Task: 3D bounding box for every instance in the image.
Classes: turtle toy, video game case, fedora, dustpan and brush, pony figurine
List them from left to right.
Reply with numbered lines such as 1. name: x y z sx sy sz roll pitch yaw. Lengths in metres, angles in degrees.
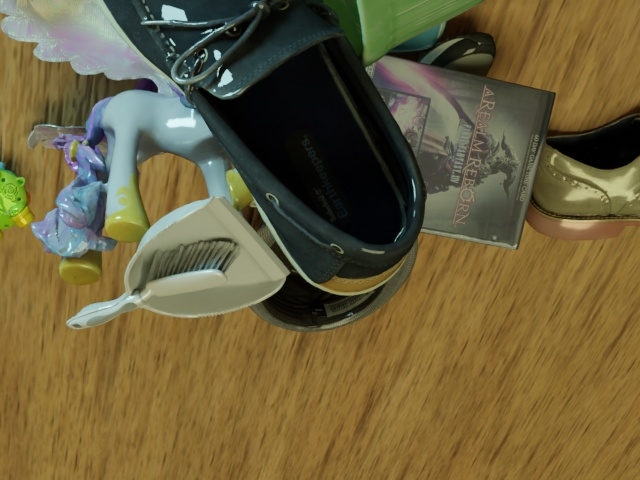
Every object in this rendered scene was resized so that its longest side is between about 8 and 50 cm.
1. turtle toy: -0.413 -0.047 1.424 0.130 0.066 0.095 -28 113 16
2. pony figurine: -0.186 -0.127 1.255 0.351 0.363 0.303 2 144 4
3. dustpan and brush: -0.154 0.041 1.120 0.211 0.060 0.147 -14 140 23
4. fedora: 0.000 0.000 1.554 0.244 0.124 0.275 -7 140 -8
5. video game case: 0.126 -0.107 1.369 0.274 0.026 0.196 11 99 -10

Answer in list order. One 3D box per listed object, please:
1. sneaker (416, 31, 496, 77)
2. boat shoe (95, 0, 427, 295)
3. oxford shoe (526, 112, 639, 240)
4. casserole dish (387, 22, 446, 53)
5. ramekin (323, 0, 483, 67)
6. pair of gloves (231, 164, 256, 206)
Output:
1. sneaker: 0.151 -0.145 1.450 0.100 0.108 0.271 -6 140 -34
2. boat shoe: -0.059 -0.175 1.065 0.187 0.500 0.156 -33 -177 -17
3. oxford shoe: 0.480 -0.100 1.589 0.397 0.140 0.146 -10 130 -9
4. casserole dish: 0.074 -0.265 1.366 0.188 0.037 0.114 -3 135 -12
5. ramekin: 0.051 -0.332 1.105 0.148 0.303 0.303 -22 137 -4
6. pair of gloves: 0.014 -0.116 1.383 0.240 0.042 0.204 16 94 -6
